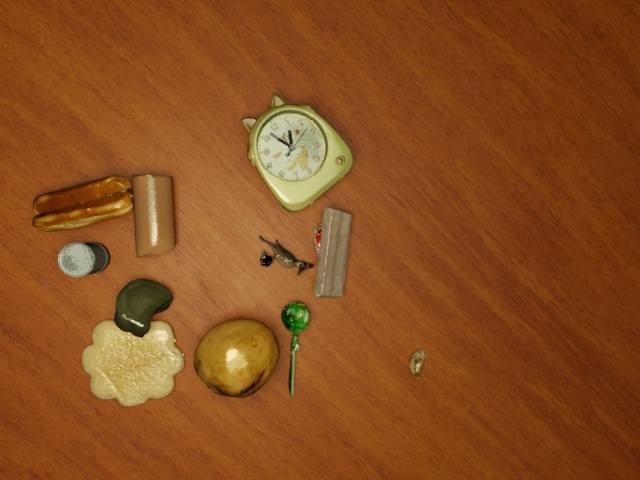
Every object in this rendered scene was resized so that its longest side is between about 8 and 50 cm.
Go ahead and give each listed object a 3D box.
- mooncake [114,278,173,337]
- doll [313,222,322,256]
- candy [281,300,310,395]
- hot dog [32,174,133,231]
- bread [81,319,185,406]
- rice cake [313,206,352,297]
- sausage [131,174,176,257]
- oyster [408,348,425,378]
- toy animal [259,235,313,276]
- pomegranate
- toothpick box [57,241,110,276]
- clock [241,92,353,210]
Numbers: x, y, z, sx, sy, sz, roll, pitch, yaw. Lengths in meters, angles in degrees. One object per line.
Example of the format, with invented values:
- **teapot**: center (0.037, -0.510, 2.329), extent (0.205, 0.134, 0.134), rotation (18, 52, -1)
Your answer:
- **mooncake**: center (-0.537, 0.206, 1.383), extent (0.175, 0.104, 0.168), rotation (-18, 60, -39)
- **doll**: center (-0.001, 0.000, 1.525), extent (0.057, 0.039, 0.114), rotation (18, 78, -36)
- **candy**: center (-0.086, 0.359, 1.502), extent (0.097, 0.097, 0.323), rotation (3, 98, -9)
- **hot dog**: center (-0.716, -0.103, 1.366), extent (0.337, 0.100, 0.135), rotation (-14, 78, 8)
- **bread**: center (-0.588, 0.373, 1.426), extent (0.316, 0.054, 0.316), rotation (0, 91, -8)
- **rice cake**: center (0.044, 0.043, 1.505), extent (0.106, 0.050, 0.297), rotation (8, 89, -41)
- **sausage**: center (-0.513, -0.076, 1.403), extent (0.123, 0.123, 0.252), rotation (-2, 92, -9)
- **oyster**: center (0.338, 0.426, 1.587), extent (0.083, 0.038, 0.080), rotation (-38, 107, -32)
- **toy animal**: center (-0.119, 0.058, 1.493), extent (0.202, 0.070, 0.105), rotation (18, 68, -5)
- **pomegranate**: center (-0.254, 0.353, 1.378), extent (0.260, 0.260, 0.260), rotation (0, 90, -9)
- **toothpick box**: center (-0.701, 0.055, 1.356), extent (0.101, 0.153, 0.101), rotation (0, 90, -8)
- **clock**: center (-0.091, -0.292, 1.472), extent (0.286, 0.117, 0.348), rotation (-39, 95, -7)
